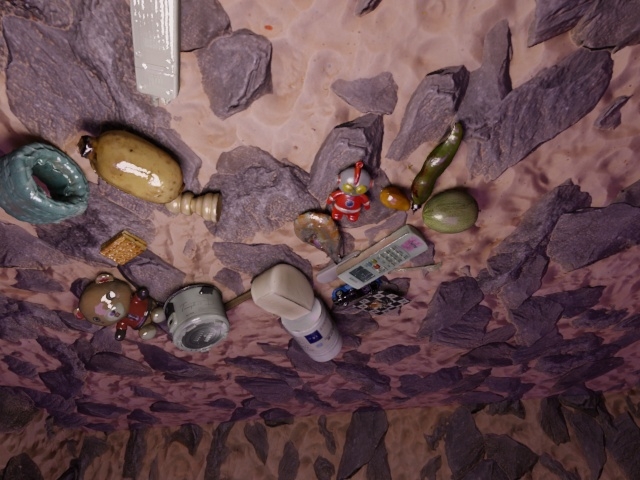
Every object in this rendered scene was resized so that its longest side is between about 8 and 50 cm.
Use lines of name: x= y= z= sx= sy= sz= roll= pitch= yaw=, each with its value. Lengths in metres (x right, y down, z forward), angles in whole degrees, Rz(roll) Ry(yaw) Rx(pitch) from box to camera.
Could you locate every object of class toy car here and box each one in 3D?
toy car: x=0.145 y=0.202 z=1.727 sx=0.216 sy=0.063 sz=0.103 roll=-26 pitch=142 yaw=3

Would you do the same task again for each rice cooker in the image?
rice cooker: x=-0.501 y=0.305 z=1.687 sx=0.241 sy=0.227 sz=0.281 roll=8 pitch=127 yaw=-38

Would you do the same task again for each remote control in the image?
remote control: x=0.229 y=0.067 z=1.558 sx=0.344 sy=0.050 sz=0.145 roll=-34 pitch=133 yaw=26
remote control: x=0.083 y=0.107 z=1.642 sx=0.244 sy=0.022 sz=0.077 roll=-32 pitch=134 yaw=30

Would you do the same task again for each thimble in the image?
thimble: x=-0.766 y=-0.145 z=1.148 sx=0.143 sy=0.199 sz=0.235 roll=-17 pitch=132 yaw=19

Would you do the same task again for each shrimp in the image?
shrimp: x=0.000 y=0.000 z=1.484 sx=0.164 sy=0.062 sz=0.317 roll=3 pitch=147 yaw=22

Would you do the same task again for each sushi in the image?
sushi: x=0.262 y=0.258 z=1.814 sx=0.192 sy=0.040 sz=0.210 roll=20 pitch=143 yaw=-30

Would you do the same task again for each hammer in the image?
hammer: x=-0.343 y=0.255 z=1.770 sx=0.365 sy=0.044 sz=0.111 roll=-30 pitch=114 yaw=35

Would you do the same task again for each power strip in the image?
power strip: x=-0.363 y=-0.445 z=0.923 sx=0.098 sy=0.058 sz=0.338 roll=8 pitch=139 yaw=-13

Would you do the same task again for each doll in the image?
doll: x=0.098 y=-0.151 z=1.294 sx=0.142 sy=0.076 sz=0.245 roll=6 pitch=144 yaw=-7
doll: x=-0.792 y=0.267 z=1.678 sx=0.329 sy=0.174 sz=0.235 roll=33 pitch=98 yaw=-38

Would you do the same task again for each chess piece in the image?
chess piece: x=-0.399 y=-0.115 z=1.305 sx=0.170 sy=0.094 sz=0.094 roll=10 pitch=139 yaw=-3

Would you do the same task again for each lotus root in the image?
lotus root: x=-0.511 y=-0.203 z=1.141 sx=0.284 sy=0.146 sz=0.160 roll=24 pitch=114 yaw=-38

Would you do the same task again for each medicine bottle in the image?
medicine bottle: x=-0.030 y=0.390 z=1.843 sx=0.189 sy=0.190 sz=0.332 roll=-13 pitch=139 yaw=12

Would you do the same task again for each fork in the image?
fork: x=0.377 y=0.114 z=1.662 sx=0.219 sy=0.029 sz=0.034 roll=-9 pitch=143 yaw=7

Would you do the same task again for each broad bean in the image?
broad bean: x=0.332 y=-0.204 z=1.252 sx=0.077 sy=0.061 sz=0.339 roll=2 pitch=141 yaw=-17

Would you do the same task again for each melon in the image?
melon: x=0.423 y=-0.091 z=1.334 sx=0.192 sy=0.139 sz=0.139 roll=-4 pitch=140 yaw=-1

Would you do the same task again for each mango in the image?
mango: x=0.240 y=-0.130 z=1.321 sx=0.114 sy=0.080 sz=0.061 roll=22 pitch=120 yaw=-18

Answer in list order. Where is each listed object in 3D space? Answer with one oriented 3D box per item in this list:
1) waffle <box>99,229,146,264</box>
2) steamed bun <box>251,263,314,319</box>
waffle: x=-0.701 y=0.026 z=1.479 sx=0.147 sy=0.043 sz=0.102 roll=-27 pitch=133 yaw=26
steamed bun: x=-0.143 y=0.191 z=1.617 sx=0.146 sy=0.164 sz=0.241 roll=-30 pitch=136 yaw=31
